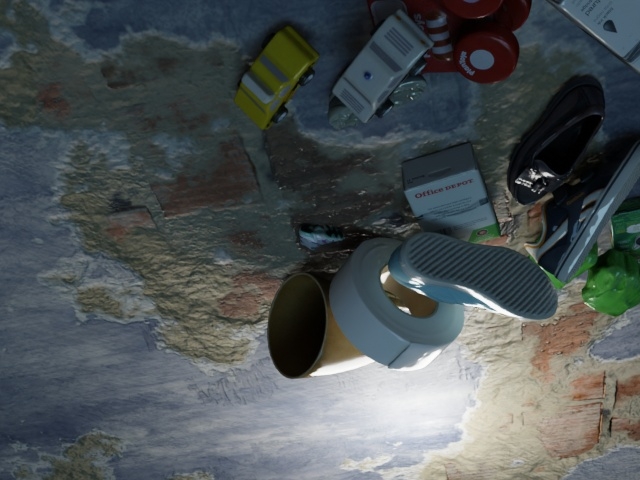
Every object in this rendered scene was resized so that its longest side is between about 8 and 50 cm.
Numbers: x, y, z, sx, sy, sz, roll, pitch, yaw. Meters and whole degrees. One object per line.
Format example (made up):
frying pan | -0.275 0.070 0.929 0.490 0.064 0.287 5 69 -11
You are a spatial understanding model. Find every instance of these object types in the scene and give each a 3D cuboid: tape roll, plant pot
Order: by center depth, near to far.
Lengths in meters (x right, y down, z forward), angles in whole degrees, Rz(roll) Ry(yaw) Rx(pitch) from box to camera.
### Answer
tape roll | 0.164 0.132 1.698 0.286 0.286 0.100 19 132 -21
plant pot | 0.047 0.207 1.837 0.254 0.237 0.237 11 137 -33

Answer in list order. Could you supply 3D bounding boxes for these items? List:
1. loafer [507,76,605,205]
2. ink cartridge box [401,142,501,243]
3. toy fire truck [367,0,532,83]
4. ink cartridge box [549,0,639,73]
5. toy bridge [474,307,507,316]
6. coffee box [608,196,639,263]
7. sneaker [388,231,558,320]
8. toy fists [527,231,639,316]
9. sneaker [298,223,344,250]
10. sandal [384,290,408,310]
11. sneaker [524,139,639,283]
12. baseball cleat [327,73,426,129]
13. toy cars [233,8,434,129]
loafer | 0.447 -0.169 1.529 0.109 0.095 0.303 9 135 -13
ink cartridge box | 0.265 -0.082 1.619 0.153 0.087 0.208 -15 136 15
toy fire truck | 0.187 -0.385 1.262 0.253 0.169 0.302 2 141 25
ink cartridge box | 0.504 -0.394 1.237 0.289 0.122 0.211 25 113 -29
toy bridge | 0.466 0.158 1.923 0.188 0.026 0.063 -3 138 1
coffee box | 0.689 -0.018 1.737 0.113 0.040 0.184 -14 135 15
sneaker | 0.309 0.078 1.650 0.365 0.135 0.150 22 161 -13
toy fists | 0.593 0.060 1.748 0.279 0.096 0.142 26 144 -2
sneaker | 0.000 0.000 1.735 0.098 0.038 0.069 10 137 1
sandal | 0.168 0.130 1.863 0.180 0.072 0.049 16 155 -24
sneaker | 0.527 -0.078 1.599 0.126 0.127 0.321 0 123 -60
baseball cleat | 0.089 -0.269 1.387 0.205 0.110 0.072 -18 157 35
toy cars | -0.002 -0.269 1.322 0.393 0.087 0.177 1 114 31
